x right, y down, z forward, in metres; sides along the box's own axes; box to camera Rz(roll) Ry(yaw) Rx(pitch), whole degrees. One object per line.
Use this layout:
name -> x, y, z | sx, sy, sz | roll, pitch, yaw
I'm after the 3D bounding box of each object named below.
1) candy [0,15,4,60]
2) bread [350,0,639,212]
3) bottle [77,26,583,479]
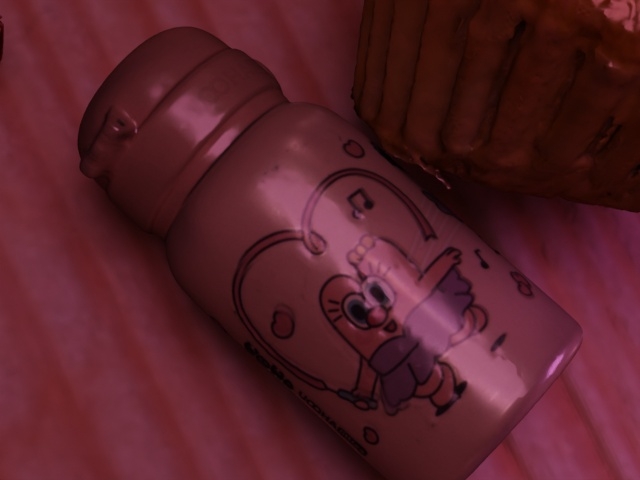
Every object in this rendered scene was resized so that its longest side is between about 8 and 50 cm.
candy -> -0.196, -0.069, 0.634 | 0.122, 0.038, 0.062 | -41, 82, -20
bread -> 0.127, -0.087, 0.618 | 0.239, 0.139, 0.240 | 17, 25, -8
bottle -> 0.000, 0.000, 0.618 | 0.209, 0.097, 0.110 | 43, 35, 6
